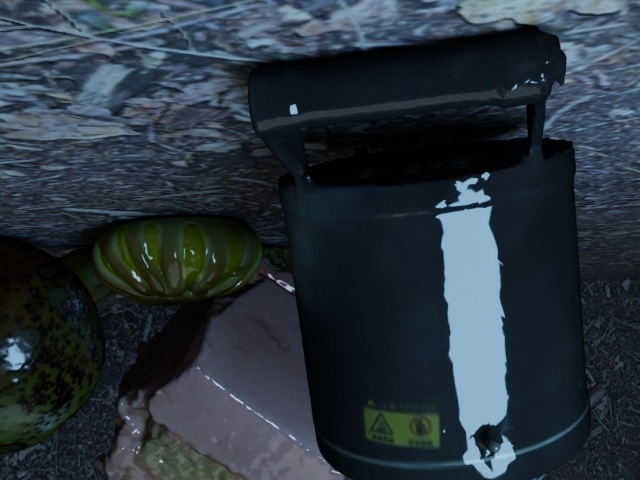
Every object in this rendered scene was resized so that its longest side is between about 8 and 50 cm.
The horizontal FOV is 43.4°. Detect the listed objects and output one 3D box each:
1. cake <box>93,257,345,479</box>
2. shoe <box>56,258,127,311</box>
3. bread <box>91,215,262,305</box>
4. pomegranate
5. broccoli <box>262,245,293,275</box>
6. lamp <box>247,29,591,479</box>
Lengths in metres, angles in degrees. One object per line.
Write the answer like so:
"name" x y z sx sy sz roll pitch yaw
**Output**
"cake" -0.121 0.231 1.120 0.293 0.314 0.306 39 123 -15
"shoe" -0.392 0.080 1.353 0.250 0.100 0.103 1 170 -20
"bread" -0.181 0.028 0.998 0.213 0.105 0.213 0 172 0
"pomegranate" -0.389 0.104 1.056 0.284 0.285 0.341 -7 -154 29
"broccoli" -0.112 0.093 1.321 0.226 0.198 0.176 27 -158 -13
"lamp" 0.083 0.050 0.569 0.204 0.272 0.374 -6 173 11
